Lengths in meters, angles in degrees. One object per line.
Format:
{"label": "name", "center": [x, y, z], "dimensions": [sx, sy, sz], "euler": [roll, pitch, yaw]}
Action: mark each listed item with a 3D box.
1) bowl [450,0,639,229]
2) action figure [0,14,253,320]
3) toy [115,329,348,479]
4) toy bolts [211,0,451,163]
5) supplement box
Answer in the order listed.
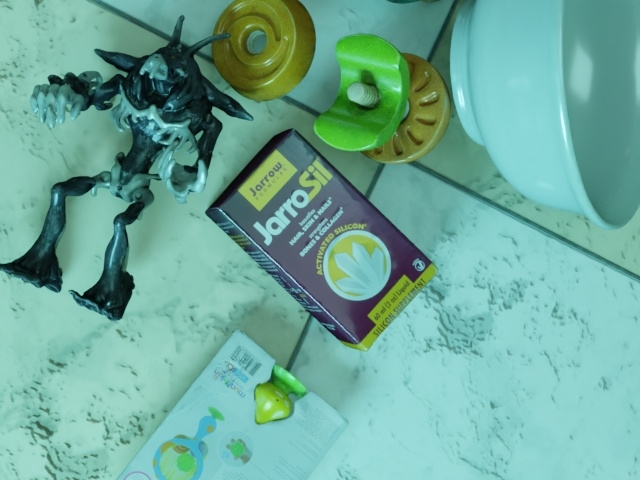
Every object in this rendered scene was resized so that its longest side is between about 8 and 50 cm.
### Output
{"label": "bowl", "center": [0.205, -0.158, 1.243], "dimensions": [0.134, 0.298, 0.297], "euler": [0, 89, 28]}
{"label": "action figure", "center": [-0.164, -0.075, 1.180], "dimensions": [0.164, 0.141, 0.275], "euler": [23, 86, 6]}
{"label": "toy", "center": [-0.099, 0.214, 1.237], "dimensions": [0.137, 0.056, 0.237], "euler": [41, 76, -6]}
{"label": "toy bolts", "center": [0.039, -0.198, 1.263], "dimensions": [0.218, 0.158, 0.228], "euler": [21, 95, 27]}
{"label": "supplement box", "center": [0.000, 0.000, 1.250], "dimensions": [0.188, 0.081, 0.104], "euler": [44, 80, -9]}
